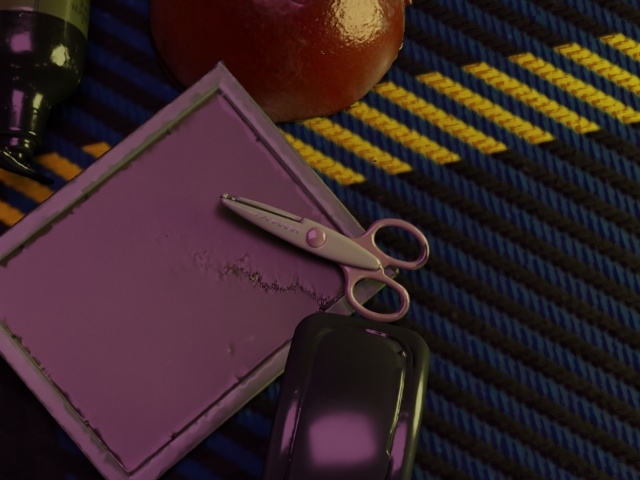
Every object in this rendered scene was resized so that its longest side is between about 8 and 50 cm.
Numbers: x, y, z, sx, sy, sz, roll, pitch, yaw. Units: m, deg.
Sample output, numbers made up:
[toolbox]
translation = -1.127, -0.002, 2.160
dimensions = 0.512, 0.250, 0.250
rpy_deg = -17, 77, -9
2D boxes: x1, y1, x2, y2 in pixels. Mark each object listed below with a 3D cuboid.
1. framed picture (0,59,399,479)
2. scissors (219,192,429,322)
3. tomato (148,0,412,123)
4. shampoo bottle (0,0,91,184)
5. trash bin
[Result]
[framed picture]
translation = -0.116, 0.030, 1.413
dimensions = 0.293, 0.018, 0.231
rpy_deg = -39, 89, -16
[scissors]
translation = 0.000, 0.000, 1.421
dimensions = 0.176, 0.022, 0.085
rpy_deg = 24, 82, -9
[tomato]
translation = -0.031, -0.205, 1.483
dimensions = 0.228, 0.112, 0.199
rpy_deg = -30, 76, -10
[shampoo bottle]
translation = -0.241, -0.188, 1.467
dimensions = 0.101, 0.101, 0.284
rpy_deg = 3, 69, -2
[trash bin]
translation = 0.011, 0.160, 1.277
dimensions = 0.101, 0.236, 0.177
rpy_deg = 10, 69, 0
